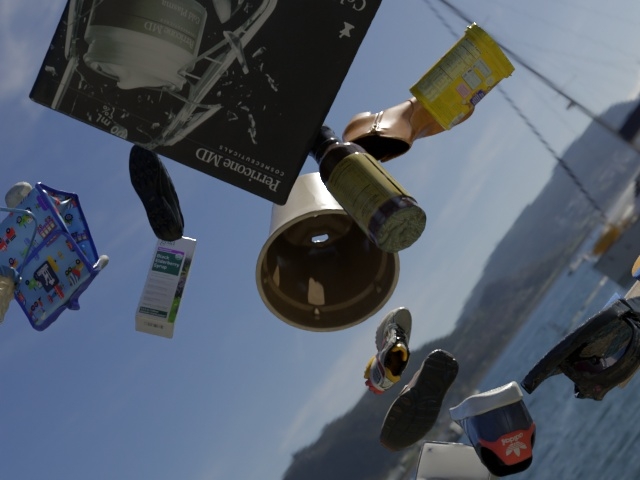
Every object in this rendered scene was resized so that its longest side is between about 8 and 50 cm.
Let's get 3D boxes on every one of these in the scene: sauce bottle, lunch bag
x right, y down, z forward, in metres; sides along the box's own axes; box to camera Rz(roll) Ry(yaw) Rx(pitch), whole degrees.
[{"bbox_3d":[0.069,-0.112,1.808,0.111,0.344,0.111,-17,-48,-20],"label":"sauce bottle"},{"bbox_3d":[-0.629,0.053,2.248,0.221,0.293,0.138,-43,-28,17],"label":"lunch bag"}]

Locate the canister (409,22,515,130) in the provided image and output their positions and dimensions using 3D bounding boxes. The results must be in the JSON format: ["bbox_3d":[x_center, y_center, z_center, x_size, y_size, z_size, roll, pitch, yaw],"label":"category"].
[{"bbox_3d":[0.261,-0.300,1.784,0.170,0.073,0.126,-44,-47,8],"label":"canister"}]

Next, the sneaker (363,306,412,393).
[{"bbox_3d":[0.179,0.252,2.239,0.093,0.088,0.225,-34,31,49],"label":"sneaker"}]

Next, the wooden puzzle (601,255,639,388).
[{"bbox_3d":[0.729,0.141,2.177,0.322,0.080,0.348,-56,0,15],"label":"wooden puzzle"}]

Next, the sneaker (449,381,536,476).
[{"bbox_3d":[0.319,0.353,1.746,0.131,0.148,0.350,-20,-14,3],"label":"sneaker"}]

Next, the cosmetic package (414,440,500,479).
[{"bbox_3d":[0.308,0.576,2.070,0.113,0.160,0.309,-67,-30,-45],"label":"cosmetic package"}]

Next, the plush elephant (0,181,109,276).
[{"bbox_3d":[-0.719,0.058,2.506,0.272,0.255,0.330,-56,-38,-36],"label":"plush elephant"}]

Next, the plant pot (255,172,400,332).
[{"bbox_3d":[0.000,0.000,2.323,0.333,0.334,0.305,-59,21,23],"label":"plant pot"}]

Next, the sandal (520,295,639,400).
[{"bbox_3d":[0.464,0.175,1.531,0.446,0.107,0.167,-9,-37,-53],"label":"sandal"}]

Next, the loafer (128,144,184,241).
[{"bbox_3d":[-0.342,-0.101,2.014,0.076,0.223,0.078,-23,-11,12],"label":"loafer"}]

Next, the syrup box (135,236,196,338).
[{"bbox_3d":[-0.371,0.106,2.312,0.096,0.093,0.236,109,173,-60],"label":"syrup box"}]

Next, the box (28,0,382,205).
[{"bbox_3d":[-0.192,-0.390,1.707,0.471,0.480,0.297,-64,16,14],"label":"box"}]

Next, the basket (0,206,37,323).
[{"bbox_3d":[-0.746,0.052,1.995,0.201,0.255,0.288,142,140,-75],"label":"basket"}]

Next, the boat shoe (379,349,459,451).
[{"bbox_3d":[0.266,0.444,2.612,0.324,0.122,0.120,-48,-7,-31],"label":"boat shoe"}]

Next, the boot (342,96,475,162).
[{"bbox_3d":[0.192,-0.233,2.033,0.211,0.295,0.104,-87,-14,-66],"label":"boot"}]
